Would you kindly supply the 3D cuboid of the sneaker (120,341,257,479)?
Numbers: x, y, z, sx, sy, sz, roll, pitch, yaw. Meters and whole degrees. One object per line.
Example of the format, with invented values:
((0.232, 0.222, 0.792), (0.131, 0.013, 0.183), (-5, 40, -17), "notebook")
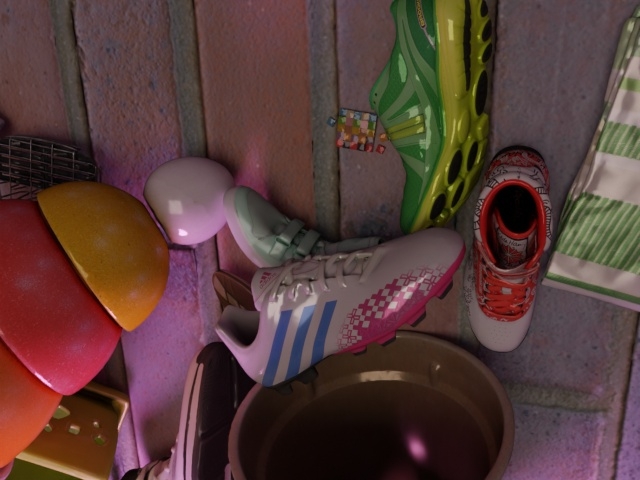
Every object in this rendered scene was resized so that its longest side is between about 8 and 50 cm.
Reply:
((-0.234, 0.362, 0.980), (0.257, 0.169, 0.448), (8, 100, 29), "sneaker")

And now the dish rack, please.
((-0.408, -0.024, 0.957), (0.208, 0.074, 0.272), (13, 110, 13), "dish rack")

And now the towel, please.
((0.407, -0.066, 0.683), (0.247, 0.038, 0.325), (17, 111, 11), "towel")

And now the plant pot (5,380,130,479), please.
((-0.445, 0.339, 1.002), (0.228, 0.207, 0.227), (22, 117, -10), "plant pot")

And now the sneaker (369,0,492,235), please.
((0.124, -0.142, 0.728), (0.123, 0.109, 0.296), (22, 120, 39), "sneaker")

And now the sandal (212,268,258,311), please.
((-0.074, 0.091, 0.892), (0.180, 0.049, 0.072), (22, 127, 13), "sandal")

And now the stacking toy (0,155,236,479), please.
((-0.314, 0.046, 0.800), (0.479, 0.350, 0.351), (-30, 99, -13), "stacking toy")

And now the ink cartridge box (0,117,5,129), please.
((-0.648, -0.127, 0.966), (0.185, 0.065, 0.311), (36, 124, -24), "ink cartridge box")

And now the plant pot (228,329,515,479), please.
((0.080, 0.339, 0.803), (0.333, 0.334, 0.306), (-1, 119, 19), "plant pot")

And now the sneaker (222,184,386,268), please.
((0.000, 0.000, 0.809), (0.151, 0.094, 0.256), (-35, 105, 32), "sneaker")

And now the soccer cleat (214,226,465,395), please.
((0.006, 0.065, 0.719), (0.331, 0.116, 0.143), (-37, 103, 29), "soccer cleat")

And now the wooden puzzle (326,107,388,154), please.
((0.046, -0.140, 0.794), (0.083, 0.006, 0.050), (12, 112, 14), "wooden puzzle")

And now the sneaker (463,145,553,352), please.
((0.210, 0.034, 0.722), (0.090, 0.145, 0.270), (8, 111, 16), "sneaker")
